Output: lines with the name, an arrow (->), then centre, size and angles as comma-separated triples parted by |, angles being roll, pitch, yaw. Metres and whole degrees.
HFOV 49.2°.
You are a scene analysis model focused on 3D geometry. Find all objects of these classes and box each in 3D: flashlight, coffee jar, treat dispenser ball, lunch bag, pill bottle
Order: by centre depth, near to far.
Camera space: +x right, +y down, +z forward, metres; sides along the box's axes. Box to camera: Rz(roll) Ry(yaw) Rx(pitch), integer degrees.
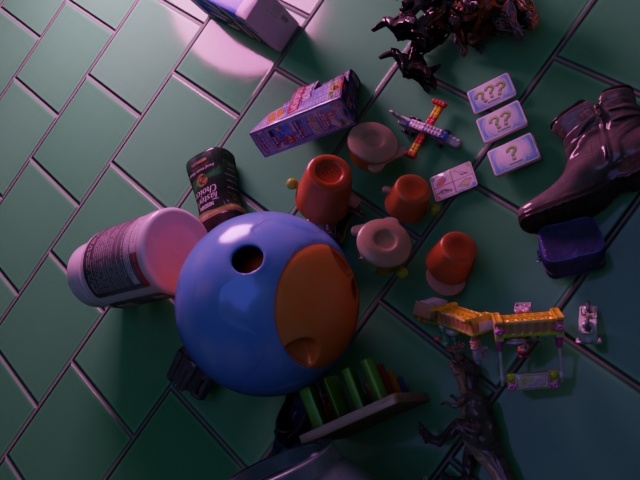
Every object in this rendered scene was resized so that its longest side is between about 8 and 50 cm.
lunch bag -> 0.367, 0.016, 1.030 | 0.098, 0.065, 0.067 | -13, 53, 18
treat dispenser ball -> -0.082, 0.098, 1.096 | 0.288, 0.288, 0.288 | -9, 70, 26
flashlight -> -0.184, 0.129, 1.280 | 0.103, 0.103, 0.304 | 28, 93, -5
pill bottle -> -0.352, 0.042, 1.331 | 0.283, 0.161, 0.161 | -14, 67, 41
coffee jar -> -0.200, -0.084, 1.365 | 0.096, 0.079, 0.184 | -26, 64, 20

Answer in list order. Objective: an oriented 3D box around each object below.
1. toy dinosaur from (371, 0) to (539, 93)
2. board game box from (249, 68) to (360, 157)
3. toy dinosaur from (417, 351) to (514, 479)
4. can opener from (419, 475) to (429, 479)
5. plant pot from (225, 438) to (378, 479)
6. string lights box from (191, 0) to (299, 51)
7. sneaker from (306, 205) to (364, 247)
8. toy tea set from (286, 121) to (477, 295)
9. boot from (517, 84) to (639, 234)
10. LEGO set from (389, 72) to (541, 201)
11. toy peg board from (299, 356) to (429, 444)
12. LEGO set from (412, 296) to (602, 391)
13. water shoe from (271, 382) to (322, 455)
toy dinosaur -> 0.211, -0.396, 1.232 | 0.322, 0.164, 0.218 | 21, 69, 50
board game box -> -0.028, -0.234, 1.274 | 0.194, 0.060, 0.194 | -23, 29, 19
toy dinosaur -> 0.219, 0.298, 1.025 | 0.118, 0.064, 0.268 | -26, 66, 12
can opener -> 0.214, 0.449, 0.966 | 0.093, 0.074, 0.280 | -40, 61, -5
plant pot -> -0.027, 0.384, 0.915 | 0.293, 0.293, 0.196 | -24, 85, 20
string lights box -> -0.181, -0.498, 1.457 | 0.260, 0.133, 0.077 | 35, 93, 33
sneaker -> 0.000, 0.000, 1.236 | 0.071, 0.066, 0.188 | 39, 95, 31
toy tea set -> 0.101, -0.030, 1.152 | 0.200, 0.124, 0.336 | -27, 67, -22
boot -> 0.392, -0.123, 1.067 | 0.246, 0.083, 0.161 | -28, 55, 12
LEGO set -> 0.222, -0.170, 1.177 | 0.244, 0.060, 0.182 | -23, 61, 23
toy peg board -> 0.059, 0.240, 1.064 | 0.161, 0.160, 0.079 | -28, 69, 18
LEGO set -> 0.257, 0.150, 1.025 | 0.287, 0.132, 0.107 | -2, 100, 31
water shoe -> -0.055, 0.327, 1.150 | 0.073, 0.080, 0.203 | 6, 77, 30
